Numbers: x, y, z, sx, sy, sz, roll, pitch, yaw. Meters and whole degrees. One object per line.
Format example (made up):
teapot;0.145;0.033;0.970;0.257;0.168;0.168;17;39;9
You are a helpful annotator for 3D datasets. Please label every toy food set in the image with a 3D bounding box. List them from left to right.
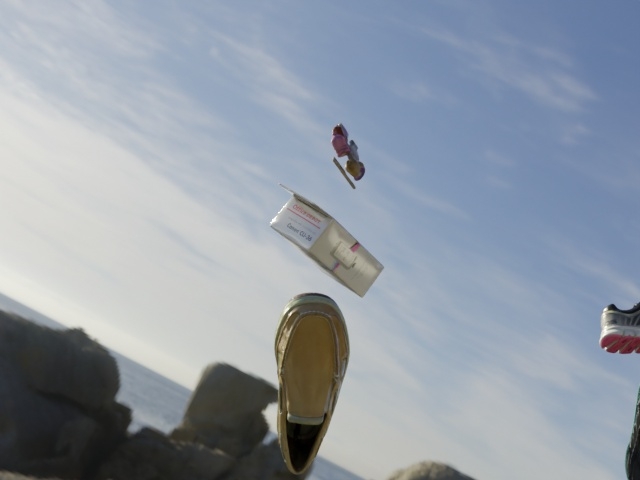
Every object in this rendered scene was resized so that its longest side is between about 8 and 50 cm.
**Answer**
toy food set;0.038;-0.126;1.251;0.078;0.019;0.122;52;21;-30

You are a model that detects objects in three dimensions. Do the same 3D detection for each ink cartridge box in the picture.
ink cartridge box;0.000;0.000;1.434;0.115;0.067;0.198;30;-10;48

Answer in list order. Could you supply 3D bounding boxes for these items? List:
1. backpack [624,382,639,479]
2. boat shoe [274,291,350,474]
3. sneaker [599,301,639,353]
backpack;0.406;0.229;0.936;0.144;0.188;0.166;-12;37;-26
boat shoe;-0.009;0.135;0.809;0.068;0.072;0.190;2;-53;2
sneaker;0.483;0.124;1.313;0.170;0.075;0.063;3;-38;-5
